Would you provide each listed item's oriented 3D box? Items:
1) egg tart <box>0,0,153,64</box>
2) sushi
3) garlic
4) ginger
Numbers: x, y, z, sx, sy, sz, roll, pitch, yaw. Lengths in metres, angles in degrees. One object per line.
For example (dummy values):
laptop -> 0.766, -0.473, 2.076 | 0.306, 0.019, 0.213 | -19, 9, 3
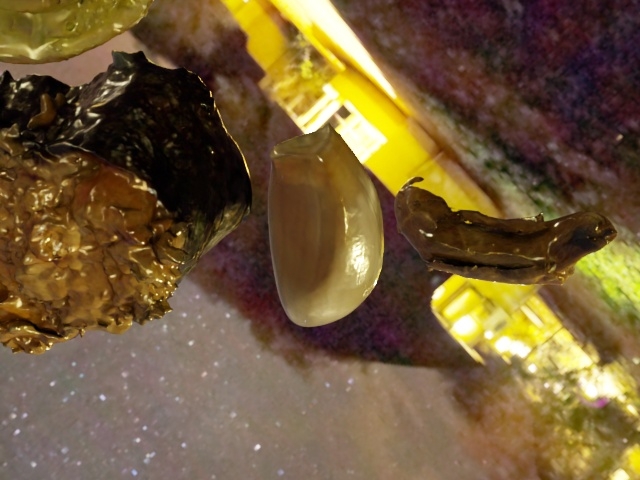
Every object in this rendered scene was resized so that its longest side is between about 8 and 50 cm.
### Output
egg tart -> -0.181, -0.210, 0.452 | 0.212, 0.212, 0.090 | 45, 164, -29
sushi -> -0.238, -0.031, 0.685 | 0.234, 0.349, 0.207 | 52, -142, -21
garlic -> 0.009, 0.000, 0.930 | 0.112, 0.143, 0.318 | -100, 3, -52
ginger -> 0.247, -0.001, 1.084 | 0.309, 0.133, 0.107 | 13, -173, 17
